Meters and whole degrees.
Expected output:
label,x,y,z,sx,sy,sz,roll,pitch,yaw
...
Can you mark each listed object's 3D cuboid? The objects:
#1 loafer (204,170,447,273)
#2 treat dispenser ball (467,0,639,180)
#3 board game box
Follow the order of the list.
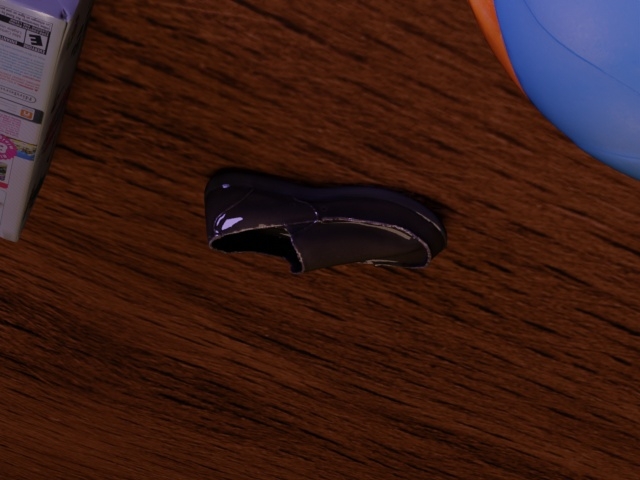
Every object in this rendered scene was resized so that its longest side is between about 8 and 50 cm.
label,x,y,z,sx,sy,sz,roll,pitch,yaw
loafer,0.000,0.000,0.985,0.220,0.078,0.080,8,147,8
treat dispenser ball,0.200,-0.158,0.488,0.288,0.288,0.288,9,147,6
board game box,-0.307,-0.141,0.859,0.224,0.097,0.303,20,145,-11
